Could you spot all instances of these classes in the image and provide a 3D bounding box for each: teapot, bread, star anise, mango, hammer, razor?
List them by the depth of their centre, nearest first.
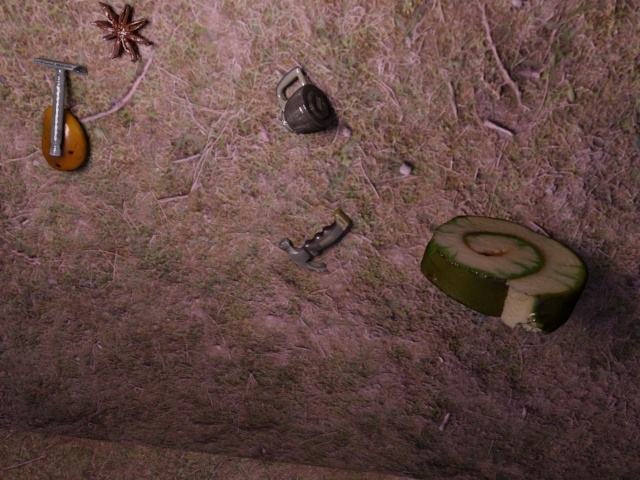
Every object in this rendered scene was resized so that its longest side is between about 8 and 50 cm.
[{"bbox_3d":[-0.459,-0.488,1.040,0.141,0.042,0.141,5,123,7],"label":"star anise"},{"bbox_3d":[-0.052,-0.318,1.065,0.108,0.111,0.149,-20,126,36],"label":"teapot"},{"bbox_3d":[0.448,0.075,1.102,0.367,0.382,0.129,0,122,-7],"label":"bread"},{"bbox_3d":[-0.662,-0.330,1.119,0.106,0.068,0.231,12,102,1],"label":"razor"},{"bbox_3d":[-0.692,-0.269,1.202,0.115,0.090,0.178,23,117,1],"label":"mango"},{"bbox_3d":[0.000,0.000,1.318,0.159,0.041,0.226,39,121,-18],"label":"hammer"}]
